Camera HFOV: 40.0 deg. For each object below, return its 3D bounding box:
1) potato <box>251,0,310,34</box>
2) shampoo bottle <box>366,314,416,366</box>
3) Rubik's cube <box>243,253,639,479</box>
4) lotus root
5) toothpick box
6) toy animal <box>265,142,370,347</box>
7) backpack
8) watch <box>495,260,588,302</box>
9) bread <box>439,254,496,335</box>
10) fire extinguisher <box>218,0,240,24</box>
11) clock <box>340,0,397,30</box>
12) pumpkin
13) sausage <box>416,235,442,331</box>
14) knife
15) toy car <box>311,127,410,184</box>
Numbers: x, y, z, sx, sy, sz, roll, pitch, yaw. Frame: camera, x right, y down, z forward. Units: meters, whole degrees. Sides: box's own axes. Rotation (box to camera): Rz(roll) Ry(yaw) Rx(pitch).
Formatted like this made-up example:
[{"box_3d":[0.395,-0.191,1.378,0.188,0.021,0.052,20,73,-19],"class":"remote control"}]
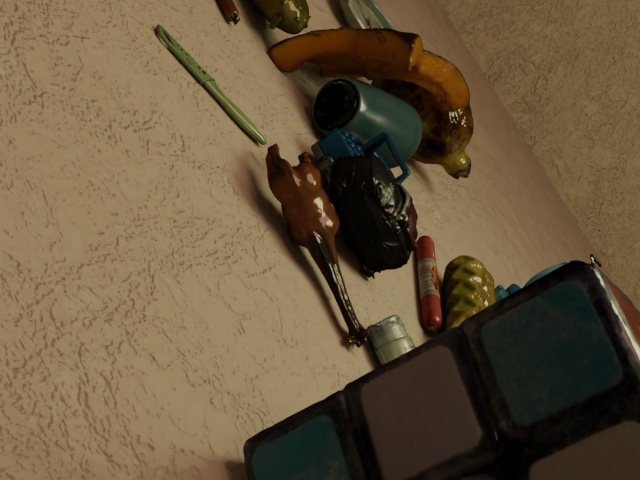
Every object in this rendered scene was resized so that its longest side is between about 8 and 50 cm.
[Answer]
[{"box_3d":[-0.078,-0.421,1.453,0.117,0.090,0.225,17,39,-46],"class":"potato"},{"box_3d":[0.123,0.195,1.098,0.072,0.049,0.212,3,56,-62],"class":"shampoo bottle"},{"box_3d":[0.194,0.279,0.739,0.362,0.363,0.358,25,40,-49],"class":"Rubik's cube"},{"box_3d":[0.199,-0.252,1.692,0.314,0.169,0.141,56,36,-2],"class":"lotus root"},{"box_3d":[0.073,-0.194,1.429,0.184,0.120,0.120,18,44,-51],"class":"toothpick box"},{"box_3d":[0.000,0.000,1.104,0.229,0.066,0.224,-107,173,-55],"class":"toy animal"},{"box_3d":[0.075,-0.043,1.209,0.120,0.106,0.165,-91,162,-46],"class":"backpack"},{"box_3d":[0.444,0.129,1.642,0.211,0.193,0.211,46,23,-26],"class":"watch"},{"box_3d":[0.231,0.112,1.373,0.098,0.087,0.269,48,23,-16],"class":"bread"},{"box_3d":[-0.143,-0.361,1.338,0.028,0.023,0.083,100,-34,-68],"class":"fire extinguisher"},{"box_3d":[0.106,-0.472,1.947,0.236,0.053,0.236,41,28,-28],"class":"clock"},{"box_3d":[0.092,-0.294,1.477,0.290,0.259,0.095,9,90,-65],"class":"pumpkin"},{"box_3d":[0.170,0.063,1.392,0.034,0.034,0.253,46,26,-24],"class":"sausage"},{"box_3d":[-0.140,-0.200,1.145,0.207,0.014,0.030,46,26,-21],"class":"knife"},{"box_3d":[0.071,-0.110,1.334,0.191,0.100,0.097,19,41,-60],"class":"toy car"}]
